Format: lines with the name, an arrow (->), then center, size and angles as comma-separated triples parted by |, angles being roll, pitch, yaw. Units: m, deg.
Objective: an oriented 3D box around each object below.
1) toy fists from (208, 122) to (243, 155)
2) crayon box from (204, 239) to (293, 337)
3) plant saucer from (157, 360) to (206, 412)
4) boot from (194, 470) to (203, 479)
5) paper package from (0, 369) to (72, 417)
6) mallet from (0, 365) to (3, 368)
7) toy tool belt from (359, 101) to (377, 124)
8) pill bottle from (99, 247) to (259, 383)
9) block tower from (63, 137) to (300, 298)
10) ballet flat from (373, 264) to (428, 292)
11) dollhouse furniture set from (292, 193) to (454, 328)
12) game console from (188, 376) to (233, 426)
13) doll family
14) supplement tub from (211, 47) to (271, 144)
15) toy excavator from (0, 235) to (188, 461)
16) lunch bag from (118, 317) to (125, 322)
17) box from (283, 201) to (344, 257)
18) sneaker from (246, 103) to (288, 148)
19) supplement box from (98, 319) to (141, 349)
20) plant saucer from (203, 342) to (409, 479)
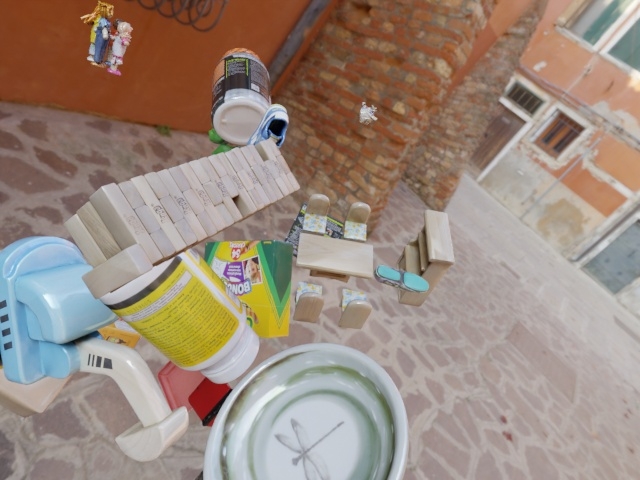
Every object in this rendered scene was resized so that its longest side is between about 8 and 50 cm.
toy fists -> -0.351, -0.356, 1.647 | 0.096, 0.142, 0.278 | -7, 88, -37
crayon box -> -0.267, 0.161, 1.540 | 0.106, 0.363, 0.312 | 12, 79, -50
plant saucer -> -0.538, 0.567, 1.822 | 0.259, 0.258, 0.048 | 48, 7, 38
boot -> -0.258, 0.608, 1.092 | 0.099, 0.121, 0.045 | 21, 48, -14
paper package -> -1.039, 0.405, 1.554 | 0.325, 0.168, 0.309 | 46, 41, -21
mallet -> -0.756, 0.299, 0.975 | 0.190, 0.039, 0.062 | -18, 78, -31
toy tool belt -> 0.143, -0.372, 1.295 | 0.051, 0.052, 0.083 | 7, 40, 7
pill bottle -> -0.275, 0.145, 0.911 | 0.333, 0.188, 0.187 | 56, 13, -31
block tower -> -0.150, -0.050, 0.569 | 0.097, 0.091, 0.335 | 59, 33, -7
ballet flat -> 0.158, 0.079, 0.879 | 0.115, 0.041, 0.041 | 20, 27, -8
dollhouse furniture set -> 0.136, 0.035, 1.258 | 0.395, 0.256, 0.361 | 10, 51, -6
game console -> -0.271, 0.435, 1.214 | 0.124, 0.144, 0.085 | 27, 23, -37
doll family -> -0.604, -0.572, 1.230 | 0.119, 0.163, 0.263 | 9, 21, -34
supplement tub -> -0.262, -0.488, 1.473 | 0.194, 0.194, 0.315 | 21, 46, -33
toy excavator -> -0.494, 0.208, 0.906 | 0.446, 0.432, 0.222 | 2, 9, 23
lunch bag -> -0.750, 0.323, 1.936 | 0.120, 0.293, 0.258 | 56, 19, -5
box -> 0.000, 0.000, 1.752 | 0.270, 0.216, 0.060 | 29, 5, 28
sneaker -> -0.106, -0.194, 0.868 | 0.053, 0.144, 0.059 | 14, 25, -30
supplement box -> -0.739, 0.309, 1.506 | 0.233, 0.078, 0.080 | 32, 2, -42
plant saucer -> -0.023, 0.391, 0.846 | 0.400, 0.401, 0.100 | -110, 176, -49
